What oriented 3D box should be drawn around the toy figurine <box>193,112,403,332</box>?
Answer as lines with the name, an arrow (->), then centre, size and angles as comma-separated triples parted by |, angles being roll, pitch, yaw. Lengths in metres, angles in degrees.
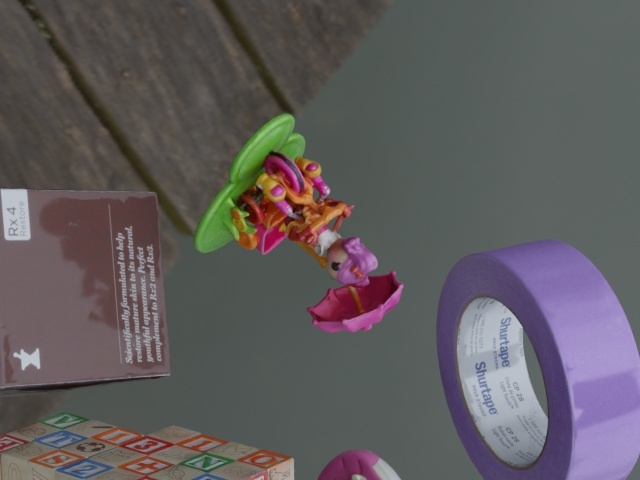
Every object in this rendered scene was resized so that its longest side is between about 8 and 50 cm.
toy figurine -> 0.000, 0.000, 1.154 | 0.130, 0.159, 0.173 | -42, 167, -28

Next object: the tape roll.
tape roll -> 0.225, 0.140, 1.502 | 0.090, 0.275, 0.274 | -12, 118, -21

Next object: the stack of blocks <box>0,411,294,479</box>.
stack of blocks -> -0.193, 0.256, 1.463 | 0.171, 0.297, 0.087 | -15, 108, -51

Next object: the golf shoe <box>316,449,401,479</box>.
golf shoe -> 0.087, 0.308, 1.115 | 0.115, 0.306, 0.140 | -37, 153, 33

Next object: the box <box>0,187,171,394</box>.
box -> -0.259, 0.052, 1.265 | 0.167, 0.203, 0.168 | 0, 82, -38
